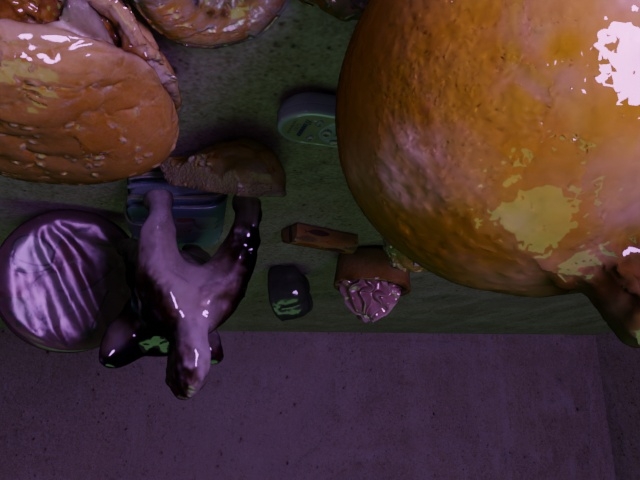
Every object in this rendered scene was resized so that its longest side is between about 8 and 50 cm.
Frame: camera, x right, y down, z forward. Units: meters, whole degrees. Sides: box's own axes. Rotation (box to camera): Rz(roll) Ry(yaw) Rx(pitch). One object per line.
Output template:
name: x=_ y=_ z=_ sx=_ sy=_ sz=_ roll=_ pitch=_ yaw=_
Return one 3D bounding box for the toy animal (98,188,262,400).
toy animal: x=-0.233 y=0.105 z=0.934 sx=0.194 sy=0.303 sz=0.344 roll=8 pitch=158 yaw=-23

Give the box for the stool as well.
stool: x=-0.501 y=0.076 z=1.178 sx=0.271 sy=0.272 sz=0.178 roll=8 pitch=176 yaw=-28

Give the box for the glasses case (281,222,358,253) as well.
glasses case: x=0.000 y=0.000 z=1.311 sx=0.169 sy=0.041 sz=0.064 roll=10 pitch=161 yaw=-37

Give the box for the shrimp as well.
shrimp: x=-0.108 y=-0.233 z=0.481 sx=0.143 sy=0.052 sz=0.251 roll=-17 pitch=168 yaw=15

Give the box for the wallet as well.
wallet: x=-0.257 y=-0.049 z=1.065 sx=0.176 sy=0.075 sz=0.250 roll=-2 pitch=164 yaw=-13

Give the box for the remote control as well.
remote control: x=0.062 y=-0.149 z=0.777 sx=0.244 sy=0.047 sz=0.087 roll=5 pitch=159 yaw=-19

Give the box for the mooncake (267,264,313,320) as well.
mooncake: x=-0.084 y=0.137 z=1.652 sx=0.104 sy=0.169 sz=0.175 roll=-17 pitch=-167 yaw=9

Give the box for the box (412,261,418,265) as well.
box: x=0.233 y=-0.084 z=0.808 sx=0.204 sy=0.051 sz=0.365 roll=-5 pitch=147 yaw=1

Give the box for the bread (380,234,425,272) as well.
bread: x=0.199 y=-0.016 z=1.123 sx=0.173 sy=0.121 sz=0.245 roll=-15 pitch=156 yaw=16

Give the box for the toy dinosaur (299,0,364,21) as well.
toy dinosaur: x=0.028 y=-0.220 z=0.557 sx=0.113 sy=0.026 sz=0.041 roll=12 pitch=169 yaw=-11

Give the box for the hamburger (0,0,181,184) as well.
hamburger: x=-0.276 y=-0.149 z=0.586 sx=0.259 sy=0.145 sz=0.283 roll=-1 pitch=159 yaw=11

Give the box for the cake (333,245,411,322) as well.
cake: x=0.137 y=0.116 z=1.490 sx=0.207 sy=0.178 sz=0.185 roll=3 pitch=163 yaw=-24

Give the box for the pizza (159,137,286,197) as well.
pizza: x=-0.105 y=-0.109 z=0.876 sx=0.204 sy=0.081 sz=0.188 roll=0 pitch=-170 yaw=-42

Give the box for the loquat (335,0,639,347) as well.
loquat: x=0.180 y=-0.087 z=0.466 sx=0.328 sy=0.360 sz=0.328 roll=-12 pitch=152 yaw=-6
